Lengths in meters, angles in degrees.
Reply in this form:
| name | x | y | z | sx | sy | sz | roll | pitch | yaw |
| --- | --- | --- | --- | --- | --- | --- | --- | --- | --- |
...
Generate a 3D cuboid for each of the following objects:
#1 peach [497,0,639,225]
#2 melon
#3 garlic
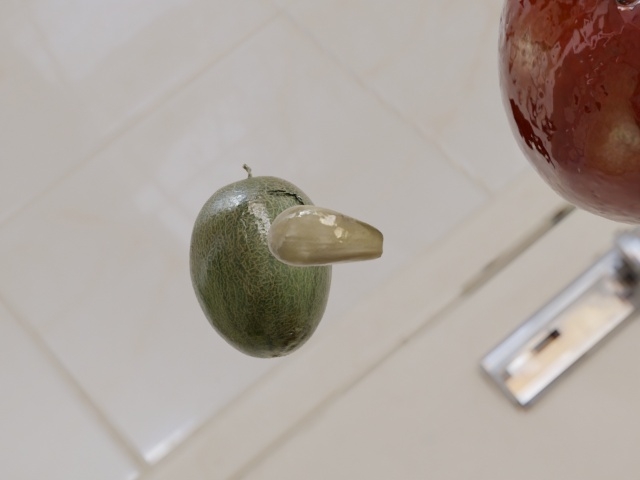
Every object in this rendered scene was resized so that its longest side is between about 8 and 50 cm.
| name | x | y | z | sx | sy | sz | roll | pitch | yaw |
| --- | --- | --- | --- | --- | --- | --- | --- | --- | --- |
| peach | 0.246 | -0.143 | 1.250 | 0.238 | 0.281 | 0.281 | 15 | -22 | 13 |
| melon | -0.058 | 0.017 | 1.657 | 0.139 | 0.139 | 0.192 | 115 | -32 | -77 |
| garlic | 0.000 | 0.000 | 1.144 | 0.083 | 0.041 | 0.053 | 5 | -11 | 15 |
